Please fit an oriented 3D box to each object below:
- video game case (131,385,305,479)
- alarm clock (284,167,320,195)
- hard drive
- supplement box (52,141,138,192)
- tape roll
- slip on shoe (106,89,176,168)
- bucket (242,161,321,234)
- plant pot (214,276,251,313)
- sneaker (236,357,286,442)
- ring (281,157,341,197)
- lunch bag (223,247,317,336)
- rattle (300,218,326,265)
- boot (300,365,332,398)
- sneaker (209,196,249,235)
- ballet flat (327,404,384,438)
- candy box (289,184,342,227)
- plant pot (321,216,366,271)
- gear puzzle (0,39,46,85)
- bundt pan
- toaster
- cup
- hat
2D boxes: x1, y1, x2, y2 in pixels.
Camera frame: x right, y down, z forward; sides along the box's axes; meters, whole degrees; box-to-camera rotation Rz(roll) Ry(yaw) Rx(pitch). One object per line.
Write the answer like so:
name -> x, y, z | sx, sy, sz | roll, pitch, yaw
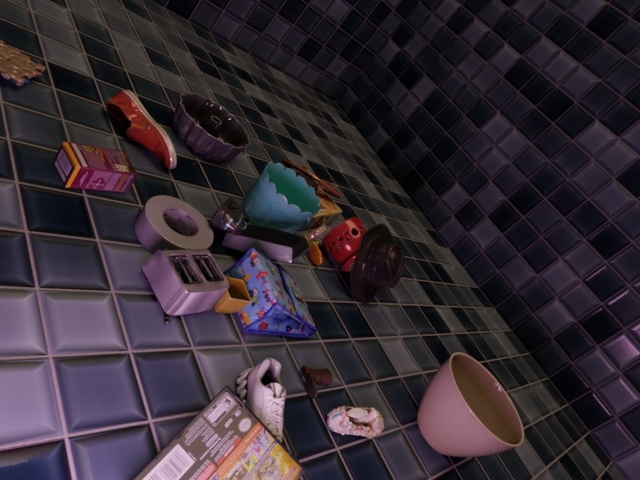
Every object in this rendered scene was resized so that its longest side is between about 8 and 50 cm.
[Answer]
video game case -> -0.193, 0.468, 0.945 | 0.248, 0.035, 0.275 | 45, 41, 4
alarm clock -> -0.087, -0.261, 2.099 | 0.192, 0.064, 0.129 | 40, 23, 18
hard drive -> -0.179, 0.005, 1.598 | 0.255, 0.054, 0.172 | 13, 19, 18
supplement box -> -0.635, -0.204, 1.364 | 0.188, 0.081, 0.104 | 0, 49, -56
tape roll -> -0.428, -0.031, 1.414 | 0.219, 0.072, 0.219 | 33, 27, -19
slip on shoe -> -0.611, -0.370, 1.650 | 0.101, 0.123, 0.331 | -37, 86, -32
bucket -> -0.153, -0.146, 1.870 | 0.281, 0.183, 0.281 | 34, 27, -20
plant pot -> -0.260, 0.161, 1.347 | 0.081, 0.083, 0.081 | 21, 33, -49
sneaker -> -0.131, 0.406, 1.123 | 0.110, 0.118, 0.292 | 28, 30, -33
ring -> -0.039, -0.298, 2.278 | 0.337, 0.032, 0.336 | 31, 0, 0
lunch bag -> -0.131, 0.184, 1.492 | 0.293, 0.138, 0.221 | 31, 23, -52
rattle -> 0.000, 0.000, 1.964 | 0.143, 0.130, 0.200 | 45, 14, 1
boot -> 0.002, 0.416, 1.403 | 0.114, 0.037, 0.106 | 26, 32, -43
sneaker -> -0.295, -0.069, 1.589 | 0.106, 0.101, 0.267 | 32, 10, -10
ballet flat -> 0.121, 0.513, 1.375 | 0.241, 0.077, 0.091 | 18, 35, -44
candy box -> -0.049, -0.153, 2.142 | 0.183, 0.087, 0.316 | 47, 24, 14
plant pot -> 0.128, 0.022, 2.018 | 0.174, 0.191, 0.191 | 54, 27, 16
gear puzzle -> -1.021, -0.573, 1.423 | 0.339, 0.044, 0.175 | 31, 29, -19
bundt pan -> -0.456, -0.447, 1.958 | 0.331, 0.124, 0.330 | 35, 26, -19
toaster -> -0.352, 0.109, 1.263 | 0.168, 0.110, 0.185 | -1, 50, -55
cup -> 0.464, 0.577, 1.593 | 0.331, 0.237, 0.331 | 34, 26, -19
hat -> 0.258, 0.103, 1.927 | 0.134, 0.331, 0.331 | 14, 6, 35
